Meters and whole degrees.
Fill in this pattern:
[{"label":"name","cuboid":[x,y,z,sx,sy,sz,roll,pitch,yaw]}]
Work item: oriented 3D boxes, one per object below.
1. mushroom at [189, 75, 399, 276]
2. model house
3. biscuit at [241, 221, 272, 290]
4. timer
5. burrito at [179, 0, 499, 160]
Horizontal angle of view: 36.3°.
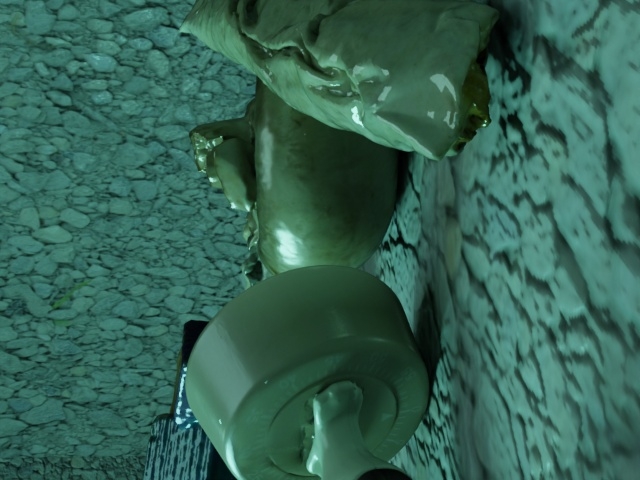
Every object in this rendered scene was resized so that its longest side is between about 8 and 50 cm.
[{"label":"mushroom","cuboid":[-0.022,-0.071,0.839,0.226,0.178,0.227,-4,-90,-88]},{"label":"model house","cuboid":[-0.115,0.274,1.372,0.280,0.245,0.312,128,150,-68]},{"label":"biscuit","cuboid":[-0.062,0.040,1.283,0.179,0.084,0.281,108,163,-72]},{"label":"timer","cuboid":[0.029,0.161,0.639,0.266,0.175,0.175,-122,29,-47]},{"label":"burrito","cuboid":[0.005,-0.143,0.655,0.076,0.117,0.392,48,175,-32]}]
